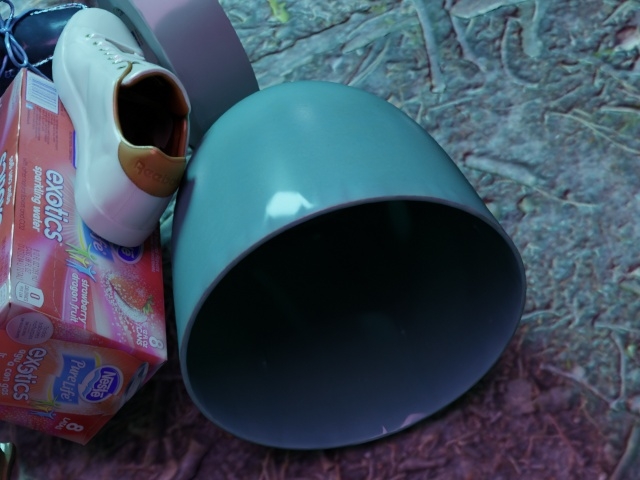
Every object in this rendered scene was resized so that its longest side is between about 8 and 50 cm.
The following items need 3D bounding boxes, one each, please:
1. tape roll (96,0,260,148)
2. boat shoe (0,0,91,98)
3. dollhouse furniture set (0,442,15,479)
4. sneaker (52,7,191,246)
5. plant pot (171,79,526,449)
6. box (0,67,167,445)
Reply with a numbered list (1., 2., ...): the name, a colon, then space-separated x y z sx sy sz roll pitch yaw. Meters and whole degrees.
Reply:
1. tape roll: -0.147 -0.201 1.300 0.072 0.219 0.219 -32 61 -11
2. boat shoe: -0.357 -0.190 1.395 0.258 0.089 0.109 -31 60 -12
3. dollhouse furniture set: -0.354 0.141 1.170 0.129 0.129 0.184 -4 60 5
4. sneaker: -0.165 -0.133 1.168 0.106 0.123 0.290 18 38 -35
5. plant pot: 0.000 0.000 1.134 0.293 0.293 0.235 -18 45 -4
6. box: -0.240 0.011 1.164 0.142 0.154 0.300 -45 37 31
